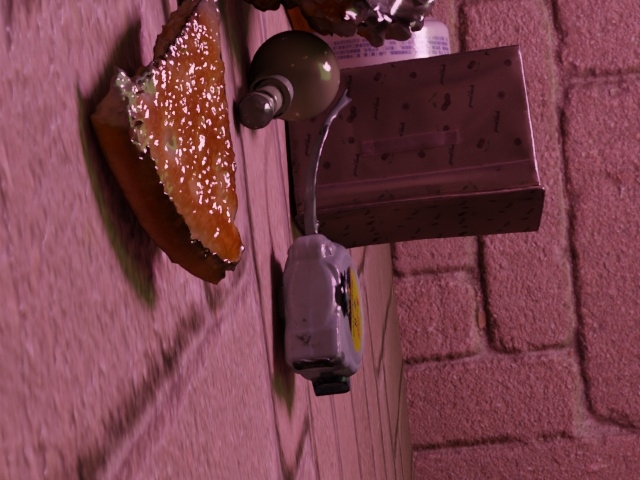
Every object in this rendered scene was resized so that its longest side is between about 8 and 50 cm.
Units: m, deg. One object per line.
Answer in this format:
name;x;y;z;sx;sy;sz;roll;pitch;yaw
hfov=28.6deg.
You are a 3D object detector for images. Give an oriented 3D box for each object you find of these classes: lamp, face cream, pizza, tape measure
lamp;-0.040;-0.146;1.215;0.163;0.091;0.091;-51;138;-57
face cream;0.083;-0.258;1.789;0.206;0.206;0.111;-32;116;-83
pizza;-0.091;-0.081;0.780;0.185;0.052;0.195;65;24;-51
tape measure;-0.001;0.000;1.348;0.164;0.084;0.330;77;11;-63

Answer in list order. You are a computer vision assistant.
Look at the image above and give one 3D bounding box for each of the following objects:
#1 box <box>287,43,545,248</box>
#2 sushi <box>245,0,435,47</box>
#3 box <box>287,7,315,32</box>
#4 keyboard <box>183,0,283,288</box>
box;0.120;-0.105;1.569;0.225;0.297;0.190;61;24;-74
sushi;0.061;-0.402;1.189;0.417;0.176;0.417;-29;135;-34
box;-0.018;-0.430;1.630;0.174;0.076;0.274;67;19;-75
keyboard;-0.085;-0.144;0.998;0.103;0.041;0.381;-19;97;-83
